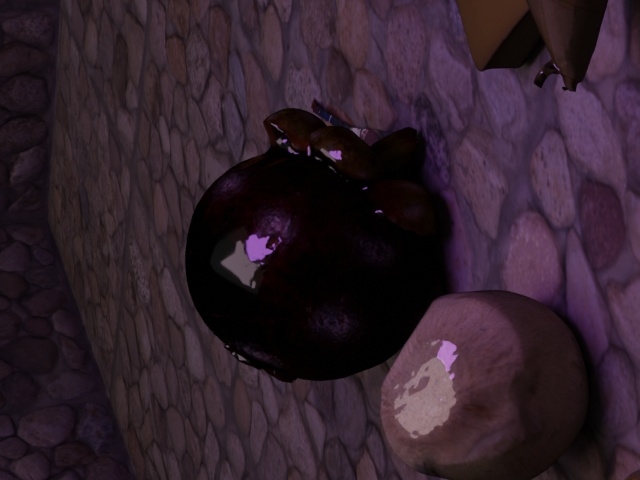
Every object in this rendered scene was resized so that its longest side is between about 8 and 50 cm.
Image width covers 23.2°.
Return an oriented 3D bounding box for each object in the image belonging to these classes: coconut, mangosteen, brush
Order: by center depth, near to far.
[{"bbox_3d":[0.203,-0.267,1.583,0.197,0.059,0.123,126,137,-59],"label":"brush"},{"bbox_3d":[0.170,0.154,1.609,0.224,0.224,0.224,174,90,-69],"label":"coconut"},{"bbox_3d":[0.000,0.000,1.896,0.346,0.307,0.307,-62,27,3],"label":"mangosteen"}]

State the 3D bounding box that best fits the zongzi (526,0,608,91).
[{"bbox_3d":[0.173,-0.408,1.470,0.447,0.181,0.418,-124,34,-56],"label":"zongzi"}]

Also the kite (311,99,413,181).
[{"bbox_3d":[0.046,-0.081,2.100,0.360,0.022,0.204,-141,48,-60],"label":"kite"}]

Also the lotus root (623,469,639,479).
[{"bbox_3d":[0.310,0.308,1.434,0.113,0.088,0.192,98,160,-74],"label":"lotus root"}]
